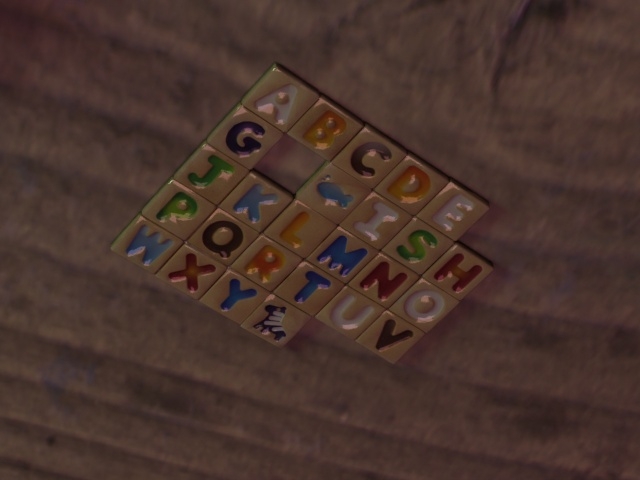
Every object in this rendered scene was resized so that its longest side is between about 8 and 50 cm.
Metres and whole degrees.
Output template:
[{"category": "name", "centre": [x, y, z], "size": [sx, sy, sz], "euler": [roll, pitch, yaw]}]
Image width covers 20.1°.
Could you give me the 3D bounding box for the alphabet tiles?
[{"category": "alphabet tiles", "centre": [0.000, 0.000, 1.318], "size": [0.237, 0.009, 0.198], "euler": [32, 119, -23]}]
